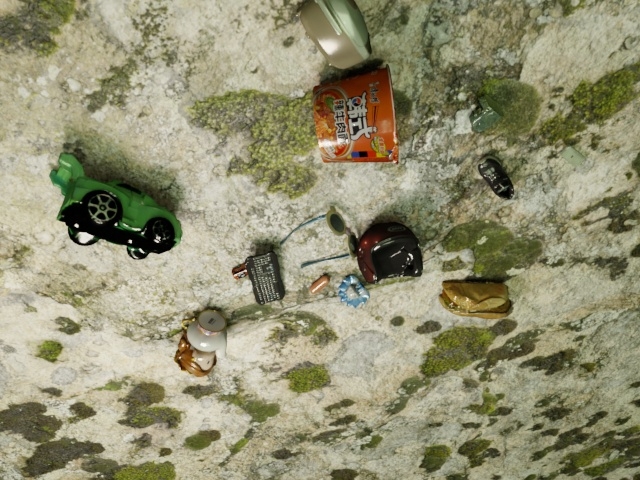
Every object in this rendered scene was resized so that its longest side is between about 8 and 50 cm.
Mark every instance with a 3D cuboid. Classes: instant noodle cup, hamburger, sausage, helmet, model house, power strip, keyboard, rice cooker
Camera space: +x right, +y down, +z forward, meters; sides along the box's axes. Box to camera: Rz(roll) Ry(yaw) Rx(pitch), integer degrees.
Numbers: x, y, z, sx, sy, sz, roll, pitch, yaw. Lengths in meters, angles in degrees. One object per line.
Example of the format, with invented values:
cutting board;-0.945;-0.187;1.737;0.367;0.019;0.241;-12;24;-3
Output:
instant noodle cup;0.090;-0.302;1.303;0.192;0.250;0.250;-7;128;7
hamburger;0.557;0.221;1.823;0.261;0.131;0.124;1;127;-3
sausage;-0.003;0.149;1.746;0.083;0.034;0.034;-41;122;20
helmet;0.209;0.042;1.595;0.189;0.193;0.216;-6;137;-20
model house;0.450;-0.350;1.429;0.078;0.066;0.083;19;140;-33
power strip;0.763;-0.257;1.563;0.090;0.016;0.040;27;118;-26
keyboard;-0.178;0.127;1.676;0.106;0.016;0.262;-13;140;-6
rice cooker;0.037;-0.499;1.198;0.127;0.145;0.206;-31;123;27

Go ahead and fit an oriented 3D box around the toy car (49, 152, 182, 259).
toy car;-0.558;-0.077;1.407;0.358;0.177;0.213;20;154;-30

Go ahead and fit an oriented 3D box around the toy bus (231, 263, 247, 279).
toy bus;-0.234;0.091;1.662;0.110;0.043;0.031;-24;127;10

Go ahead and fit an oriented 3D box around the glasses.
glasses;0.001;0.020;1.615;0.220;0.088;0.190;-30;125;14

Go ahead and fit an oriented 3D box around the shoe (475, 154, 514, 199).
shoe;0.531;-0.176;1.538;0.071;0.099;0.169;-36;123;21

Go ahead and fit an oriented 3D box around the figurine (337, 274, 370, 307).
figurine;0.105;0.180;1.755;0.114;0.079;0.114;2;105;7

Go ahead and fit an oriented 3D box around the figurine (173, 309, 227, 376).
figurine;-0.413;0.364;1.786;0.189;0.142;0.263;33;123;8
